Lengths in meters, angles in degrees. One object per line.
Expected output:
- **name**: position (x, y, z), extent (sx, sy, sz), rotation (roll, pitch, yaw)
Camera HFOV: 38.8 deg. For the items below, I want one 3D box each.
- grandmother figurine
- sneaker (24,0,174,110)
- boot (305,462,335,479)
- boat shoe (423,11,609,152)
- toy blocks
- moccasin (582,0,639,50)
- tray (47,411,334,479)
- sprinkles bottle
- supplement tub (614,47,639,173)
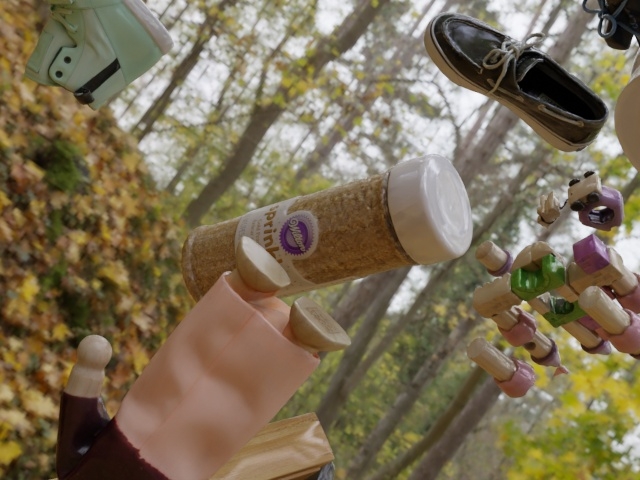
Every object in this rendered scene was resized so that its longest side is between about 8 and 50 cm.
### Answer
- **grandmother figurine**: position (-0.128, 0.170, 0.727), extent (0.208, 0.342, 0.104), rotation (47, 8, 20)
- **sneaker**: position (-0.294, -0.257, 1.001), extent (0.256, 0.151, 0.094), rotation (48, -9, -33)
- **boot**: position (0.043, 0.451, 1.261), extent (0.229, 0.262, 0.091), rotation (30, -37, -21)
- **boat shoe**: position (0.287, -0.250, 1.340), extent (0.306, 0.113, 0.105), rotation (44, -15, 11)
- **toy blocks**: position (0.443, 0.112, 1.570), extent (0.260, 0.308, 0.289), rotation (37, -48, -26)
- **moccasin**: position (0.468, -0.317, 1.331), extent (0.342, 0.117, 0.137), rotation (48, 31, -16)
- **tray**: position (-0.197, 0.312, 1.071), extent (0.411, 0.203, 0.076), rotation (-4, 61, -43)
- **sprinkles bottle**: position (0.000, 0.000, 1.094), extent (0.356, 0.121, 0.121), rotation (-16, -37, 31)
- **supplement tub**: position (0.505, -0.208, 1.034), extent (0.235, 0.325, 0.235), rotation (35, -26, 20)
